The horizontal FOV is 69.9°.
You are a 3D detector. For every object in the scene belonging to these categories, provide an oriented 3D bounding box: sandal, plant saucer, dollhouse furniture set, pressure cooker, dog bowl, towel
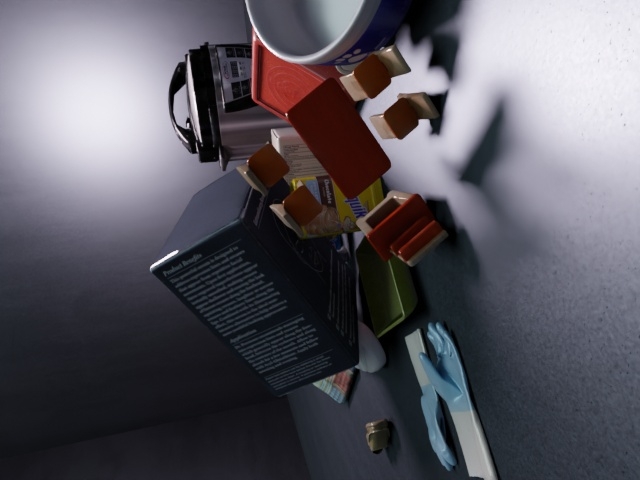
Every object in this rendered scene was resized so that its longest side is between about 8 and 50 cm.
[{"bbox_3d":[0.059,0.221,1.177,0.416,0.102,0.169,22,135,62],"label":"sandal"},{"bbox_3d":[0.125,0.072,0.862,0.188,0.045,0.188,109,150,-67],"label":"plant saucer"},{"bbox_3d":[0.059,-0.096,0.639,0.259,0.262,0.135,50,177,-21],"label":"dollhouse furniture set"},{"bbox_3d":[-0.269,-0.433,1.473,0.370,0.420,0.376,-117,22,-58],"label":"pressure cooker"},{"bbox_3d":[-0.049,-0.326,0.987,0.048,0.258,0.259,-57,-3,-21],"label":"plant saucer"},{"bbox_3d":[0.007,-0.394,0.664,0.264,0.104,0.265,15,112,41],"label":"dog bowl"},{"bbox_3d":[-0.064,0.346,1.405,0.370,0.040,0.271,30,145,19],"label":"towel"}]

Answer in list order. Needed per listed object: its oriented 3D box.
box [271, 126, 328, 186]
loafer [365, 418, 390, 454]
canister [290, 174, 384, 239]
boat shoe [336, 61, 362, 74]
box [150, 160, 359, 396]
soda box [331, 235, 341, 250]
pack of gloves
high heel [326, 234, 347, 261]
[{"bbox_3d":[-0.048,-0.185,1.250,0.127,0.148,0.232,-119,25,-62],"label":"box"},{"bbox_3d":[0.136,0.455,1.062,0.148,0.056,0.050,81,173,-52],"label":"loafer"},{"bbox_3d":[0.033,-0.070,0.897,0.073,0.169,0.126,151,110,-77],"label":"canister"},{"bbox_3d":[0.052,-0.412,0.761,0.079,0.095,0.255,-124,29,-61],"label":"boat shoe"},{"bbox_3d":[-0.105,0.071,0.965,0.395,0.212,0.293,54,-160,-26],"label":"box"},{"bbox_3d":[0.000,0.000,1.337,0.210,0.071,0.067,-150,51,-75],"label":"soda box"},{"bbox_3d":[0.180,0.252,0.731,0.195,0.046,0.232,112,148,-66],"label":"pack of gloves"},{"bbox_3d":[-0.026,-0.043,1.149,0.093,0.186,0.261,-122,26,-62],"label":"high heel"}]
